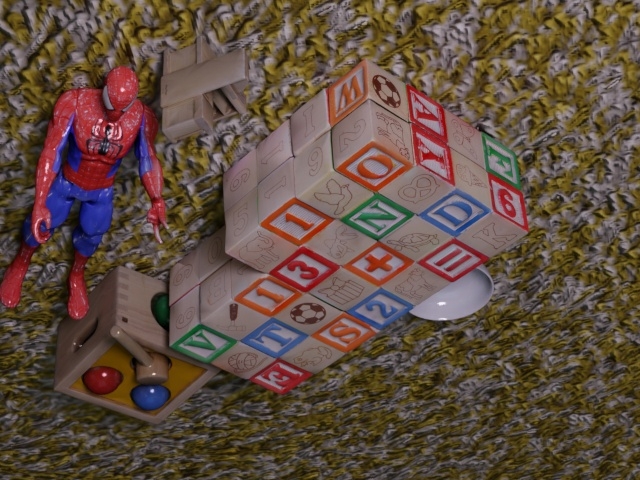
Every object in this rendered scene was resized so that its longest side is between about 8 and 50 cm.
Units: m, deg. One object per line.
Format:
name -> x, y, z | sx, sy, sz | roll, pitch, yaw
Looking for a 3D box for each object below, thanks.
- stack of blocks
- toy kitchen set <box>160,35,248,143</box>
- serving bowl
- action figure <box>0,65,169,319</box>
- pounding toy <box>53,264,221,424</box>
stack of blocks -> 0.000, 0.000, 1.310 | 0.171, 0.087, 0.297 | 28, 132, -32
toy kitchen set -> -0.070, -0.101, 1.183 | 0.068, 0.083, 0.075 | -18, 139, 18
serving bowl -> 0.109, 0.035, 1.409 | 0.083, 0.027, 0.083 | -2, 142, -2
action figure -> -0.186, -0.011, 1.251 | 0.091, 0.139, 0.280 | 9, 137, -17
pounding toy -> -0.160, 0.094, 1.403 | 0.130, 0.100, 0.141 | 23, 134, -29
